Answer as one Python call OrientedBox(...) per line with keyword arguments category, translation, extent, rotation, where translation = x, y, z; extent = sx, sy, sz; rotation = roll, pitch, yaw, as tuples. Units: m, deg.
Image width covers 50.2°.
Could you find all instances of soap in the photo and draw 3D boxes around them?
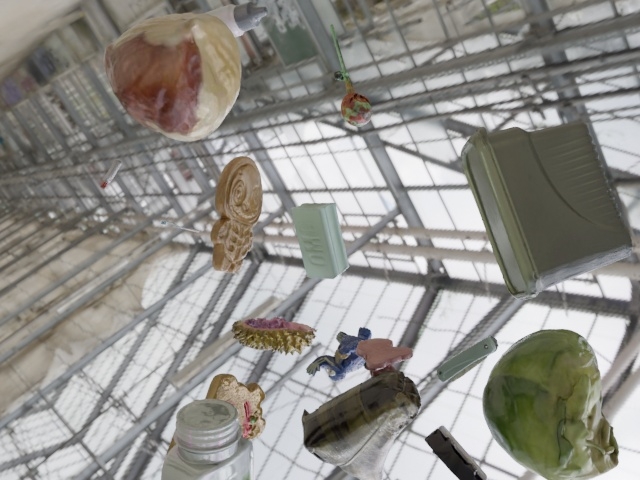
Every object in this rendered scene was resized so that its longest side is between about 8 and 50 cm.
OrientedBox(category="soap", translation=(0.000, 0.000, 1.820), extent=(0.119, 0.197, 0.067), rotation=(3, -158, 44))

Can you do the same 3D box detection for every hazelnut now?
OrientedBox(category="hazelnut", translation=(-0.266, -0.321, 1.285), extent=(0.261, 0.261, 0.241), rotation=(-45, 162, -35))

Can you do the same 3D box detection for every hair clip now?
OrientedBox(category="hair clip", translation=(0.142, 0.268, 1.625), extent=(0.123, 0.102, 0.138), rotation=(-9, -134, -19))

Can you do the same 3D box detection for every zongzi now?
OrientedBox(category="zongzi", translation=(0.143, 0.444, 1.548), extent=(0.286, 0.288, 0.134), rotation=(-33, -155, 21))

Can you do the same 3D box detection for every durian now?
OrientedBox(category="durian", translation=(-0.138, 0.322, 2.230), extent=(0.191, 0.112, 0.341), rotation=(18, -176, 32))

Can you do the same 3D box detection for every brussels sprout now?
OrientedBox(category="brussels sprout", translation=(0.568, 0.411, 1.687), extent=(0.315, 0.276, 0.371), rotation=(-31, -121, 38))

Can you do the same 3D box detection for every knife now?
OrientedBox(category="knife", translation=(0.303, 0.249, 1.412), extent=(0.023, 0.044, 0.162), rotation=(-1, 148, -44))

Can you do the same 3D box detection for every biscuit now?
OrientedBox(category="biscuit", translation=(-0.216, 0.386, 1.424), extent=(0.239, 0.212, 0.041), rotation=(-37, -138, -15))
OrientedBox(category="biscuit", translation=(-0.201, -0.061, 1.663), extent=(0.044, 0.202, 0.288), rotation=(6, -102, 21))

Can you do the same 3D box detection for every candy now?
OrientedBox(category="candy", translation=(0.067, -0.433, 1.784), extent=(0.078, 0.287, 0.084), rotation=(-14, 173, -11))

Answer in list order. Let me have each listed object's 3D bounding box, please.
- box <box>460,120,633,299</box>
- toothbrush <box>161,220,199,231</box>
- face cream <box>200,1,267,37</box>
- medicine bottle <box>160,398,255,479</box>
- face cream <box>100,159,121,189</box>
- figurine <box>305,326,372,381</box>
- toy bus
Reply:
OrientedBox(category="box", translation=(0.348, -0.060, 1.072), extent=(0.178, 0.274, 0.138), rotation=(-17, 174, -1))
OrientedBox(category="toothbrush", translation=(-0.439, -0.043, 2.143), extent=(0.011, 0.131, 0.013), rotation=(4, -99, 56))
OrientedBox(category="face cream", translation=(-0.286, -0.615, 1.950), extent=(0.312, 0.092, 0.092), rotation=(-9, -152, 28))
OrientedBox(category="medicine bottle", translation=(-0.198, 0.454, 1.232), extent=(0.124, 0.324, 0.179), rotation=(14, -158, 35))
OrientedBox(category="face cream", translation=(-0.543, -0.170, 1.767), extent=(0.083, 0.021, 0.040), rotation=(-63, -163, -18))
OrientedBox(category="figurine", translation=(0.084, 0.376, 2.170), extent=(0.164, 0.120, 0.262), rotation=(-24, -170, 38))
OrientedBox(category="toy bus", translation=(0.329, 0.528, 1.657), extent=(0.057, 0.172, 0.072), rotation=(-45, 169, 17))
